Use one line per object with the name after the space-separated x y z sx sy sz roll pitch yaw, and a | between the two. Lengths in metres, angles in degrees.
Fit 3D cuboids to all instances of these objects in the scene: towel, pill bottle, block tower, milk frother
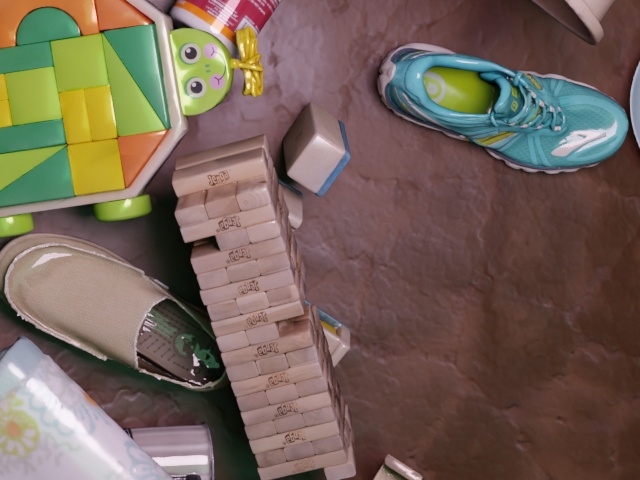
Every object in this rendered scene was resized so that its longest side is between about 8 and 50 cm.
-0.290 0.311 1.576 0.374 0.090 0.320 -42 101 19 | towel
-0.075 -0.258 1.662 0.086 0.086 0.152 35 84 -14 | pill bottle
-0.052 0.076 1.607 0.097 0.091 0.335 -14 115 8 | block tower
-0.179 0.260 1.673 0.134 0.129 0.143 0 136 -14 | milk frother

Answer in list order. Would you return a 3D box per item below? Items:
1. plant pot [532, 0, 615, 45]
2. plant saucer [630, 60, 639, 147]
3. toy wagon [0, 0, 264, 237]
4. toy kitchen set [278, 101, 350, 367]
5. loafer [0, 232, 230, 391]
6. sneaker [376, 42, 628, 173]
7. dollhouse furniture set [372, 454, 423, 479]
0.240 -0.404 1.559 0.334 0.334 0.305 42 96 -13 | plant pot
0.416 -0.147 1.818 0.195 0.037 0.195 -1 94 -15 | plant saucer
-0.226 -0.148 1.597 0.344 0.068 0.267 -8 96 7 | toy wagon
0.000 0.000 1.701 0.166 0.122 0.207 33 105 -14 | toy kitchen set
-0.191 0.070 1.649 0.268 0.092 0.102 24 87 -14 | loafer
0.192 -0.132 1.725 0.275 0.110 0.107 12 90 -15 | sneaker
0.106 0.371 1.744 0.242 0.161 0.212 33 85 8 | dollhouse furniture set
